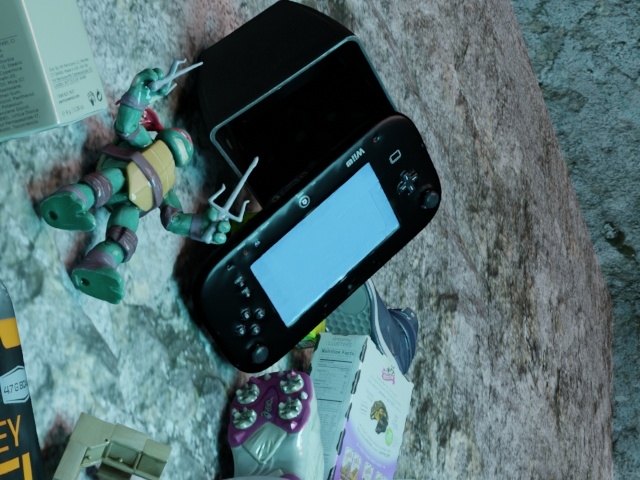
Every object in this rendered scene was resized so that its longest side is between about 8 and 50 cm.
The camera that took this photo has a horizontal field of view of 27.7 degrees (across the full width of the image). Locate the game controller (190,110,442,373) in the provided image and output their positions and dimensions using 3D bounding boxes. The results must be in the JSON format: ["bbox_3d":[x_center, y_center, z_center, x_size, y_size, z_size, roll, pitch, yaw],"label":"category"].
[{"bbox_3d":[0.000,0.000,1.408,0.319,0.067,0.166,-42,140,-15],"label":"game controller"}]

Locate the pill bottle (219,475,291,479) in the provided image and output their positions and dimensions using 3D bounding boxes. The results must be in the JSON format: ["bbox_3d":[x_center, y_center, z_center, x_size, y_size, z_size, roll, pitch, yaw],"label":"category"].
[{"bbox_3d":[-0.048,0.418,1.105,0.224,0.224,0.392,-42,118,-66],"label":"pill bottle"}]

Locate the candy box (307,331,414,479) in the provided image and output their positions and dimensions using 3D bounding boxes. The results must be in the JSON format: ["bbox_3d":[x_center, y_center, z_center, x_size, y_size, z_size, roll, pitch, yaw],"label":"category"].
[{"bbox_3d":[0.036,0.231,1.564,0.165,0.070,0.196,49,50,-52],"label":"candy box"}]

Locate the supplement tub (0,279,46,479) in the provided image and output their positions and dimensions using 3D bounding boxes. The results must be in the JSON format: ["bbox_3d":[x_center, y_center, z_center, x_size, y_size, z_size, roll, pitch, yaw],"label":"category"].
[{"bbox_3d":[-0.260,0.142,0.729,0.207,0.207,0.338,-10,89,-69],"label":"supplement tub"}]

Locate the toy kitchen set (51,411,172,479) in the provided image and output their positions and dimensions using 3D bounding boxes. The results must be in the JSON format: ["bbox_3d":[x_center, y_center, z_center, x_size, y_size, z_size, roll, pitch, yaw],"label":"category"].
[{"bbox_3d":[-0.182,0.205,1.096,0.075,0.083,0.068,-74,-173,-49],"label":"toy kitchen set"}]

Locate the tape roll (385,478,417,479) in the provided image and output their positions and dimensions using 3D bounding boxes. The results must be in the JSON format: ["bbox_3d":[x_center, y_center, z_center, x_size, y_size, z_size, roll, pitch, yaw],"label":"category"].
[{"bbox_3d":[0.089,0.404,1.376,0.100,0.286,0.286,49,36,-53],"label":"tape roll"}]

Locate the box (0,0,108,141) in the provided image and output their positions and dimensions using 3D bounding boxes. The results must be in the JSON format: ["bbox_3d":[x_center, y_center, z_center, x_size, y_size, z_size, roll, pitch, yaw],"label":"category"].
[{"bbox_3d":[-0.268,-0.216,1.018,0.094,0.113,0.275,-40,118,-67],"label":"box"}]

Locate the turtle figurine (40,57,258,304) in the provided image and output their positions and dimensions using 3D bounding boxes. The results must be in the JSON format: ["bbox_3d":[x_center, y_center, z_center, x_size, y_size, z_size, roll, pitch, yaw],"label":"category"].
[{"bbox_3d":[-0.159,-0.057,1.209,0.175,0.118,0.234,55,44,-18],"label":"turtle figurine"}]

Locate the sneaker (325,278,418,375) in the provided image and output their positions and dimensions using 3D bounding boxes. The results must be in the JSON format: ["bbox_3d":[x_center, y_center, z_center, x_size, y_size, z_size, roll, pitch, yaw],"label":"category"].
[{"bbox_3d":[0.063,0.094,1.737,0.163,0.086,0.226,-54,127,-64],"label":"sneaker"}]

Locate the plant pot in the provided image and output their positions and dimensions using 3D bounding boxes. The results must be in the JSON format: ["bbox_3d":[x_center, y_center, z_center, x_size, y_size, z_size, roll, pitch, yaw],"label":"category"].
[{"bbox_3d":[-0.035,-0.160,1.465,0.187,0.188,0.167,54,3,-47],"label":"plant pot"}]

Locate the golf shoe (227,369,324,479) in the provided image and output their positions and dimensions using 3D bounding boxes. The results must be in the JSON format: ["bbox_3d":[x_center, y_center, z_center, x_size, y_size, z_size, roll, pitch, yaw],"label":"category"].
[{"bbox_3d":[-0.046,0.280,1.339,0.306,0.115,0.140,-74,152,-45],"label":"golf shoe"}]

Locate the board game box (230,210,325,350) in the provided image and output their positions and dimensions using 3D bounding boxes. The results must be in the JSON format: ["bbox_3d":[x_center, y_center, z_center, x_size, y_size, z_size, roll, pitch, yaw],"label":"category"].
[{"bbox_3d":[-0.048,0.050,1.533,0.181,0.043,0.092,49,36,-52],"label":"board game box"}]
